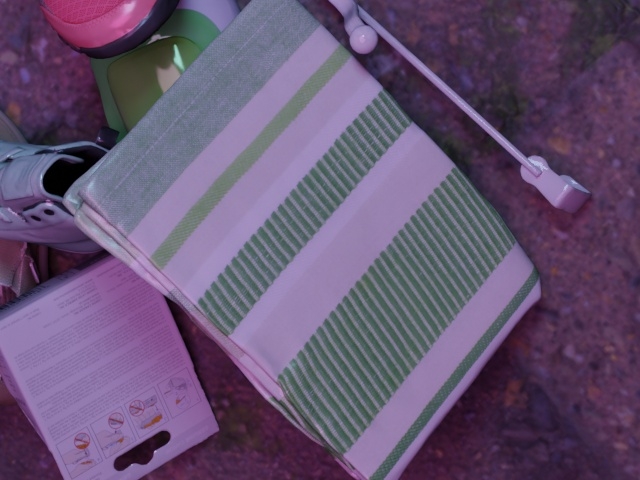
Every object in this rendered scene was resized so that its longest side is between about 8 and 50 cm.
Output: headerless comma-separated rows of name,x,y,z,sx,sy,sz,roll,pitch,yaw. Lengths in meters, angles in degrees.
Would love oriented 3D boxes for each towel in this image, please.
towel,0.000,0.000,1.262,0.325,0.038,0.248,45,69,-10

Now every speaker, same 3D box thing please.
speaker,-0.083,-0.065,1.323,0.131,0.131,0.297,-21,93,15

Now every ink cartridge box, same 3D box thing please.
ink cartridge box,-0.180,0.110,1.382,0.145,0.045,0.179,-30,111,-24

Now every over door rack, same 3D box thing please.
over door rack,0.142,-0.208,1.259,0.324,0.108,0.239,41,106,4

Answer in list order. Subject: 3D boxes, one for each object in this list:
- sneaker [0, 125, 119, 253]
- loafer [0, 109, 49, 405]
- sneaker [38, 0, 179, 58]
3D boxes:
sneaker,-0.261,-0.055,1.287,0.256,0.151,0.094,10,75,-19
loafer,-0.280,0.012,1.395,0.102,0.092,0.269,-11,96,14
sneaker,-0.201,-0.264,1.241,0.116,0.136,0.314,-30,55,12
